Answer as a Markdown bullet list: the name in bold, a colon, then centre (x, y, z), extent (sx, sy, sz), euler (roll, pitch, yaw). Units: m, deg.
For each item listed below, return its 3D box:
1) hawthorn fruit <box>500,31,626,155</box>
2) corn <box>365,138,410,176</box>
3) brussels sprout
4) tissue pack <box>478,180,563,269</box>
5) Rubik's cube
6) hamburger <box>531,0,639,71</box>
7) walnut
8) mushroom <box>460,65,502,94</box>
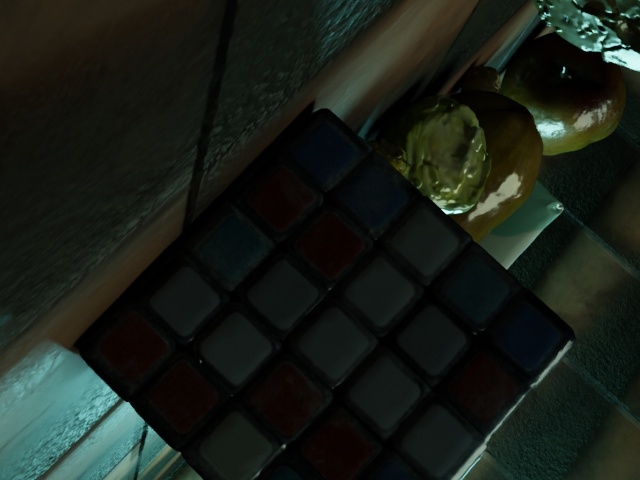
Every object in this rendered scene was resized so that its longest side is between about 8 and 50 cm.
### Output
- **hawthorn fruit**: centre (0.513, -0.316, 1.936), extent (0.268, 0.268, 0.301), euler (-49, 165, 10)
- **corn**: centre (0.000, 0.004, 1.089), extent (0.313, 0.102, 0.102), euler (-54, 172, 32)
- **brussels sprout**: centre (0.130, -0.101, 1.144), extent (0.151, 0.149, 0.122), euler (-24, -171, -25)
- **tissue pack**: centre (0.189, -0.012, 1.516), extent (0.356, 0.266, 0.194), euler (-46, 179, -18)
- **Rubik's cube**: centre (0.002, 0.107, 0.827), extent (0.292, 0.293, 0.287), euler (-45, 174, -11)
- **hamburger**: centre (0.252, -0.277, 0.725), extent (0.168, 0.192, 0.288), euler (-52, 150, -14)
- **walnut**: centre (0.170, -0.074, 1.305), extent (0.336, 0.209, 0.209), euler (-46, 175, 18)
- **mushroom**: centre (0.275, -0.259, 1.529), extent (0.071, 0.084, 0.209), euler (-7, -167, 16)
